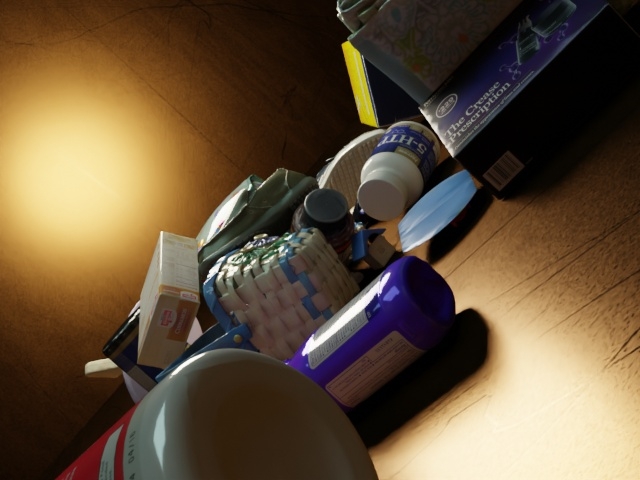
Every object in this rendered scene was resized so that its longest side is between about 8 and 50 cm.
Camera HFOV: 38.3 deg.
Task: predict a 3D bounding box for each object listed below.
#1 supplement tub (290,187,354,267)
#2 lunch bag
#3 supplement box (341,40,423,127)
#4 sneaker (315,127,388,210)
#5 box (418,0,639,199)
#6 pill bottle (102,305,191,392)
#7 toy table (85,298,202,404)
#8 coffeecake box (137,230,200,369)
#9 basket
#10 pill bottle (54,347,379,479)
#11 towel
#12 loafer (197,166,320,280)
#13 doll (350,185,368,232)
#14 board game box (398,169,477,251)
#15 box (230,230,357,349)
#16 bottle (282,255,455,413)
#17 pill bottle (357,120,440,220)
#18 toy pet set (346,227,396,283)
[{"bbox_3d":[0.000,0.000,1.522,0.106,0.106,0.198,-53,-17,-33],"label":"supplement tub"},{"bbox_3d":[-0.142,-0.002,1.714,0.223,0.160,0.262,-55,14,5],"label":"lunch bag"},{"bbox_3d":[0.174,-0.362,1.991,0.194,0.195,0.356,-14,10,-1],"label":"supplement box"},{"bbox_3d":[0.067,-0.138,1.969,0.321,0.126,0.127,-44,15,31],"label":"sneaker"},{"bbox_3d":[0.272,-0.208,1.213,0.261,0.103,0.184,-46,24,15],"label":"box"},{"bbox_3d":[-0.304,0.239,1.789,0.123,0.219,0.123,-47,9,10],"label":"pill bottle"},{"bbox_3d":[-0.351,0.260,1.934,0.161,0.252,0.274,-43,36,52],"label":"toy table"},{"bbox_3d":[-0.249,0.097,1.510,0.185,0.068,0.142,-104,32,-57],"label":"coffeecake box"},{"bbox_3d":[-0.098,0.112,1.397,0.289,0.201,0.255,-37,4,15],"label":"basket"},{"bbox_3d":[-0.154,0.291,0.804,0.407,0.229,0.229,-42,10,29],"label":"pill bottle"},{"bbox_3d":[0.240,-0.322,1.297,0.320,0.374,0.090,-43,44,17],"label":"towel"},{"bbox_3d":[-0.113,-0.030,1.523,0.251,0.087,0.094,-40,-29,-21],"label":"loafer"},{"bbox_3d":[0.088,-0.078,1.762,0.189,0.046,0.129,107,178,-68],"label":"doll"},{"bbox_3d":[0.174,-0.034,1.309,0.133,0.033,0.169,-40,15,14],"label":"board game box"},{"bbox_3d":[-0.054,0.081,1.752,0.307,0.076,0.242,-48,9,0],"label":"box"},{"bbox_3d":[0.028,0.137,1.049,0.283,0.092,0.118,-43,9,27],"label":"bottle"},{"bbox_3d":[0.133,-0.118,1.603,0.112,0.112,0.187,-40,12,40],"label":"pill bottle"},{"bbox_3d":[0.061,0.024,1.479,0.122,0.065,0.114,-52,10,-25],"label":"toy pet set"}]
